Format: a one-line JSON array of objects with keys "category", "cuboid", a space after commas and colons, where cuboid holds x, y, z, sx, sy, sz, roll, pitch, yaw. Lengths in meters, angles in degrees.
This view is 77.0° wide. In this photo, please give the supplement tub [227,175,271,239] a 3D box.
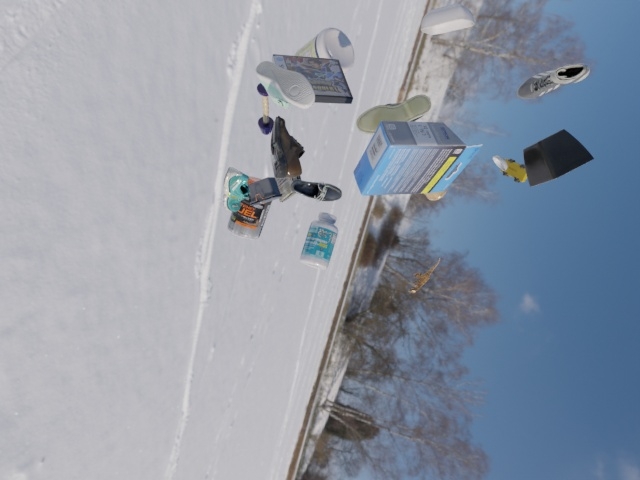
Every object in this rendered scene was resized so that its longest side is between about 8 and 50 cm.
[{"category": "supplement tub", "cuboid": [-0.408, -0.194, 2.383, 0.207, 0.207, 0.338, -63, 174, -75]}]

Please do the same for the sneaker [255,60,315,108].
[{"category": "sneaker", "cuboid": [-0.096, -0.490, 1.350, 0.094, 0.256, 0.151, -47, 155, -4]}]

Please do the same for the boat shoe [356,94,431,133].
[{"category": "boat shoe", "cuboid": [0.316, -0.545, 1.786, 0.113, 0.340, 0.127, 145, -80, -87]}]

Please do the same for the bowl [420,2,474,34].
[{"category": "bowl", "cuboid": [0.387, -0.673, 1.224, 0.142, 0.141, 0.053, -25, 114, -52]}]

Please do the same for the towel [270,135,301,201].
[{"category": "towel", "cuboid": [-0.205, -0.398, 2.284, 0.324, 0.056, 0.312, -21, -102, 63]}]

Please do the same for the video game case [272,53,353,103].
[{"category": "video game case", "cuboid": [-0.034, -0.621, 1.547, 0.035, 0.274, 0.248, 109, -28, -53]}]

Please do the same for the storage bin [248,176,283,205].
[{"category": "storage bin", "cuboid": [-0.238, -0.206, 1.675, 0.098, 0.135, 0.091, -18, 92, -63]}]

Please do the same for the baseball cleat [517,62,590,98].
[{"category": "baseball cleat", "cuboid": [0.701, -0.495, 1.237, 0.109, 0.205, 0.072, -15, 91, -46]}]

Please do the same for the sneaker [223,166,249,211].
[{"category": "sneaker", "cuboid": [-0.373, -0.211, 1.810, 0.275, 0.109, 0.107, 110, -3, -59]}]

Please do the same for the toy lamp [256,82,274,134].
[{"category": "toy lamp", "cuboid": [-0.246, -0.583, 1.811, 0.275, 0.080, 0.080, 105, 2, -62]}]

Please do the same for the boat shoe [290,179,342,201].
[{"category": "boat shoe", "cuboid": [-0.015, -0.236, 1.904, 0.079, 0.254, 0.095, -119, -135, -72]}]

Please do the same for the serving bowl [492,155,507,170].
[{"category": "serving bowl", "cuboid": [0.818, -0.355, 1.821, 0.027, 0.083, 0.083, -39, -175, 12]}]

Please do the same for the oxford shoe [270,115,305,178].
[{"category": "oxford shoe", "cuboid": [-0.100, -0.281, 1.222, 0.083, 0.096, 0.227, 122, -38, -59]}]

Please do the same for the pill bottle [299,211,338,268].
[{"category": "pill bottle", "cuboid": [0.000, 0.000, 1.965, 0.146, 0.146, 0.264, 92, 14, -79]}]

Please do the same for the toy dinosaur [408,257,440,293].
[{"category": "toy dinosaur", "cuboid": [0.500, 0.171, 1.912, 0.211, 0.064, 0.112, -52, -169, 2]}]

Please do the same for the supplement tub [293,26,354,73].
[{"category": "supplement tub", "cuboid": [-0.003, -0.946, 2.141, 0.324, 0.235, 0.236, -7, -120, 53]}]

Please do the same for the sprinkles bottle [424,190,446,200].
[{"category": "sprinkles bottle", "cuboid": [0.495, -0.332, 1.998, 0.121, 0.355, 0.121, -26, -133, 32]}]

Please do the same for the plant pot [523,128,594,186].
[{"category": "plant pot", "cuboid": [0.974, -0.353, 1.693, 0.167, 0.188, 0.187, 64, -3, 1]}]

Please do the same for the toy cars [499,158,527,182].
[{"category": "toy cars", "cuboid": [1.176, -0.423, 2.221, 0.393, 0.087, 0.177, 153, -63, -63]}]

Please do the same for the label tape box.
[{"category": "label tape box", "cuboid": [0.317, -0.269, 1.347, 0.249, 0.347, 0.115, 118, -40, -55]}]
